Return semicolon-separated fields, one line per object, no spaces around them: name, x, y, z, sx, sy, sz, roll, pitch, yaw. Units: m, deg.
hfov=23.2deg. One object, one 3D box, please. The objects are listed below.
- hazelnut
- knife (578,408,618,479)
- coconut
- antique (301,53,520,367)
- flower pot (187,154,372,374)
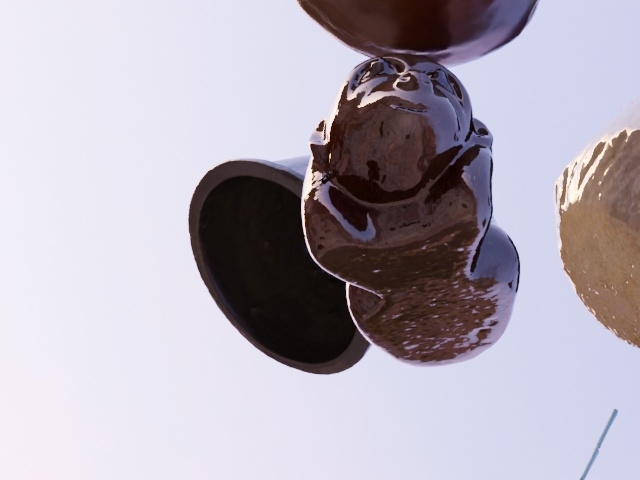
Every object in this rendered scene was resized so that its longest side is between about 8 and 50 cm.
hazelnut;0.061;-0.240;1.045;0.217;0.217;0.251;3;-77;52
knife;0.244;0.185;1.377;0.005;0.091;0.014;22;-35;18
coconut;0.388;-0.037;1.474;0.329;0.329;0.328;33;-40;34
antique;0.062;-0.027;1.020;0.257;0.121;0.143;58;24;-62
flower pot;0.000;0.000;1.766;0.269;0.166;0.269;26;-48;32
